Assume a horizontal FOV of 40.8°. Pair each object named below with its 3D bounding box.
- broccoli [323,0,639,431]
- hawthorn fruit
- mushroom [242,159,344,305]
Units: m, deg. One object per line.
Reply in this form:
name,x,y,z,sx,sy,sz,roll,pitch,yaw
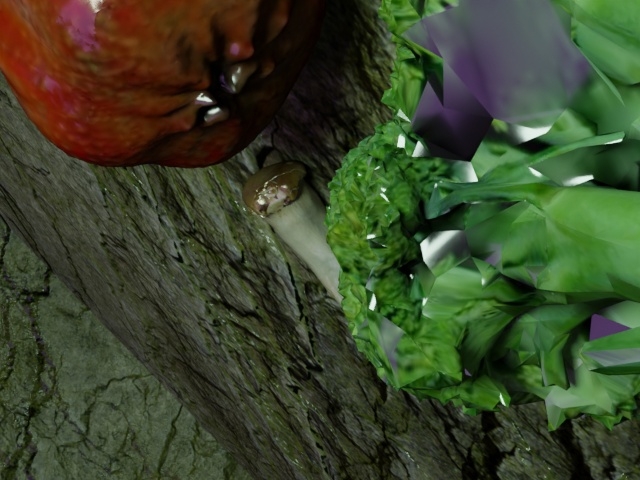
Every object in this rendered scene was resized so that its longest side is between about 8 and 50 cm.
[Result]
broccoli,0.186,-0.051,0.366,0.413,0.321,0.310,-42,51,29
hawthorn fruit,-0.155,-0.223,0.693,0.330,0.287,0.287,53,157,23
mushroom,0.000,0.000,0.975,0.084,0.071,0.209,-31,106,31
